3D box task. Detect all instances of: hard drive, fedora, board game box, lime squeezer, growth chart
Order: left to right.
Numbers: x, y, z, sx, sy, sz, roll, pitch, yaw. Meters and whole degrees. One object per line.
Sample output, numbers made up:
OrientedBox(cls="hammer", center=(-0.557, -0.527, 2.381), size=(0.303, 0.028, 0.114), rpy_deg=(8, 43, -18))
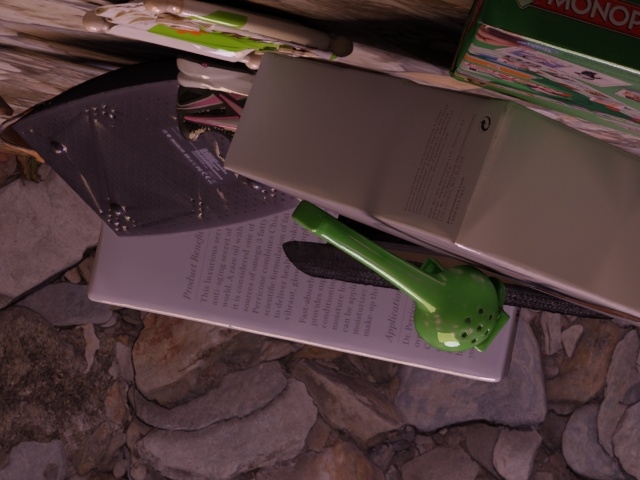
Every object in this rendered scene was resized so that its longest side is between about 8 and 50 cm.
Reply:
OrientedBox(cls="hard drive", center=(-0.133, -0.081, 1.699), size=(0.255, 0.054, 0.172), rpy_deg=(-9, 132, 46))
OrientedBox(cls="growth chart", center=(-0.070, -0.146, 1.382), size=(0.172, 0.021, 0.237), rpy_deg=(11, 179, -20))
OrientedBox(cls="lime squeezer", center=(0.071, 0.036, 1.279), size=(0.110, 0.058, 0.310), rpy_deg=(20, 180, 18))
OrientedBox(cls="fedora", center=(0.137, -0.022, 1.785), size=(0.334, 0.152, 0.334), rpy_deg=(9, 180, 0))
OrientedBox(cls="board game box", center=(0.228, -0.069, 1.008), size=(0.317, 0.046, 0.213), rpy_deg=(17, 179, 0))

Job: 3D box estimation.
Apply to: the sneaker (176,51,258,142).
OrientedBox(cls="sneaker", center=(-0.030, -0.095, 1.545), size=(0.178, 0.077, 0.072), rpy_deg=(15, -161, 11))

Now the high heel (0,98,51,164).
OrientedBox(cls="high heel", center=(-0.188, -0.098, 1.806), size=(0.186, 0.093, 0.261), rpy_deg=(-4, -178, -17))

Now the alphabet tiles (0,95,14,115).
OrientedBox(cls="alphabet tiles", center=(-0.432, -0.177, 1.899), size=(0.237, 0.009, 0.198), rpy_deg=(12, -164, -29))

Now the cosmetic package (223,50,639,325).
OrientedBox(cls="cosmetic package", center=(0.165, -0.010, 1.320), size=(0.377, 0.097, 0.284), rpy_deg=(20, -178, -32))

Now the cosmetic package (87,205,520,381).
OrientedBox(cls="cosmetic package", center=(0.000, 0.000, 2.150), size=(0.453, 0.230, 0.161), rpy_deg=(12, 179, 8))
